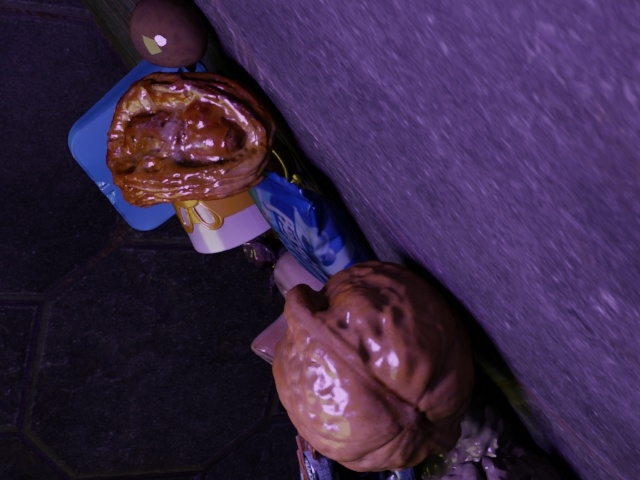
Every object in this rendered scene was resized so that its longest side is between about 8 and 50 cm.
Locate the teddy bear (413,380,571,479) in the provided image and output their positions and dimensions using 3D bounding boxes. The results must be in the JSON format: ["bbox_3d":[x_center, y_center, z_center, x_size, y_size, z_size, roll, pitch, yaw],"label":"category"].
[{"bbox_3d":[0.198,0.329,1.521,0.367,0.225,0.357,-132,28,-54],"label":"teddy bear"}]

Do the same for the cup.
[{"bbox_3d":[-0.133,-0.117,1.687,0.241,0.185,0.226,-8,121,43],"label":"cup"}]

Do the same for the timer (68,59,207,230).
[{"bbox_3d":[-0.263,-0.165,1.877,0.091,0.250,0.232,44,170,49],"label":"timer"}]

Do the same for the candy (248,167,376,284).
[{"bbox_3d":[0.000,0.000,1.587,0.187,0.077,0.331,24,158,45],"label":"candy"}]

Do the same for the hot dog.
[{"bbox_3d":[-0.181,-0.130,1.497,0.259,0.175,0.114,-3,168,40],"label":"hot dog"}]

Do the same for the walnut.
[{"bbox_3d":[0.059,0.138,1.321,0.257,0.224,0.257,41,-175,-4],"label":"walnut"}]

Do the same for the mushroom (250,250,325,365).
[{"bbox_3d":[-0.017,0.121,1.887,0.207,0.215,0.207,45,167,14],"label":"mushroom"}]

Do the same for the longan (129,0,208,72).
[{"bbox_3d":[-0.190,-0.262,1.478,0.113,0.092,0.113,33,153,20],"label":"longan"}]

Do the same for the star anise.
[{"bbox_3d":[-0.041,0.054,2.176,0.283,0.129,0.212,46,-174,-41],"label":"star anise"}]

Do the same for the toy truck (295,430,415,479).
[{"bbox_3d":[0.033,0.293,1.530,0.305,0.136,0.162,88,162,-47],"label":"toy truck"}]
